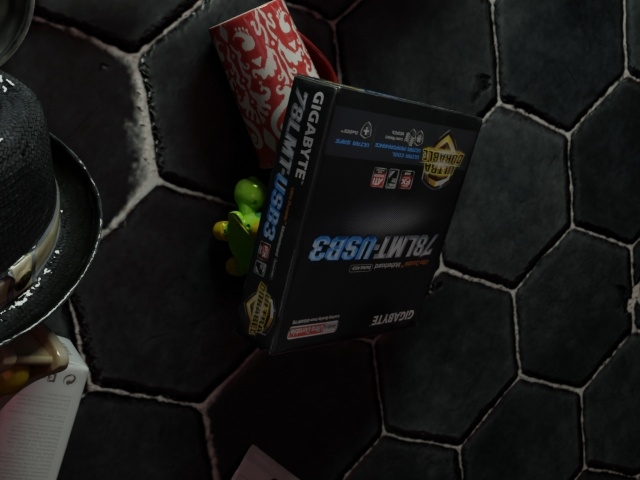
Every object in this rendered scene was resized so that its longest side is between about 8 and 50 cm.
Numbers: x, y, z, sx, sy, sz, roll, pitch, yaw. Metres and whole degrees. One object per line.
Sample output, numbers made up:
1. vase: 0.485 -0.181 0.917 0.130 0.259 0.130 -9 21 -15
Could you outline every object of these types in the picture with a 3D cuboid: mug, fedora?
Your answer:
1. mug: -0.051 -0.189 0.920 0.113 0.150 0.169 -19 108 15
2. fedora: -0.342 -0.053 0.654 0.334 0.334 0.152 -3 141 -27

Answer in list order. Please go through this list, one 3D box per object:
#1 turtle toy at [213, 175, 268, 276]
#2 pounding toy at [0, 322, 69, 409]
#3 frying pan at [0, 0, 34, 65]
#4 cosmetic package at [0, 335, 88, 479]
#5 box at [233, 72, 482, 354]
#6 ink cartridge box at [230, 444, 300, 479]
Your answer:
1. turtle toy: -0.076 -0.012 0.940 0.066 0.095 0.130 -35 117 -41
2. pounding toy: -0.381 0.148 0.710 0.270 0.154 0.155 -30 159 19
3. frying pan: -0.330 -0.283 0.767 0.326 0.053 0.197 -37 115 -19
4. cosmetic package: -0.327 0.220 0.834 0.086 0.117 0.231 17 90 -29
5. box: 0.052 -0.025 0.919 0.296 0.073 0.293 0 108 -50
6. ink cartridge box: -0.103 0.418 1.042 0.189 0.066 0.232 45 57 -27
